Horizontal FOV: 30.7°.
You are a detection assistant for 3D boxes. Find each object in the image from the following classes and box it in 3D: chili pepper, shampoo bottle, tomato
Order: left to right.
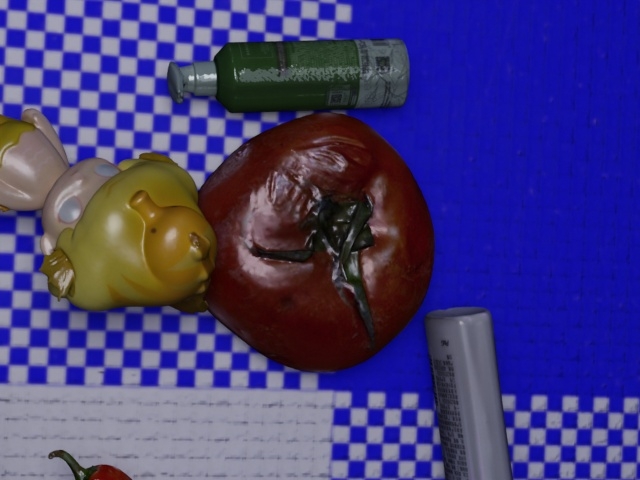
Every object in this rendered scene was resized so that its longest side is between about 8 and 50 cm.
[{"bbox_3d":[-0.160,0.235,0.974,0.059,0.050,0.191,-41,111,-13],"label":"chili pepper"},{"bbox_3d":[-0.028,-0.139,0.995,0.204,0.065,0.065,-3,91,-13],"label":"shampoo bottle"},{"bbox_3d":[-0.001,0.000,0.986,0.228,0.101,0.228,1,88,-15],"label":"tomato"},{"bbox_3d":[0.134,0.174,1.021,0.056,0.086,0.227,-8,91,-11],"label":"shampoo bottle"}]

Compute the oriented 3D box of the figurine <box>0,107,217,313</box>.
[{"bbox_3d":[-0.188,-0.022,0.924,0.246,0.131,0.156,34,59,8],"label":"figurine"}]
